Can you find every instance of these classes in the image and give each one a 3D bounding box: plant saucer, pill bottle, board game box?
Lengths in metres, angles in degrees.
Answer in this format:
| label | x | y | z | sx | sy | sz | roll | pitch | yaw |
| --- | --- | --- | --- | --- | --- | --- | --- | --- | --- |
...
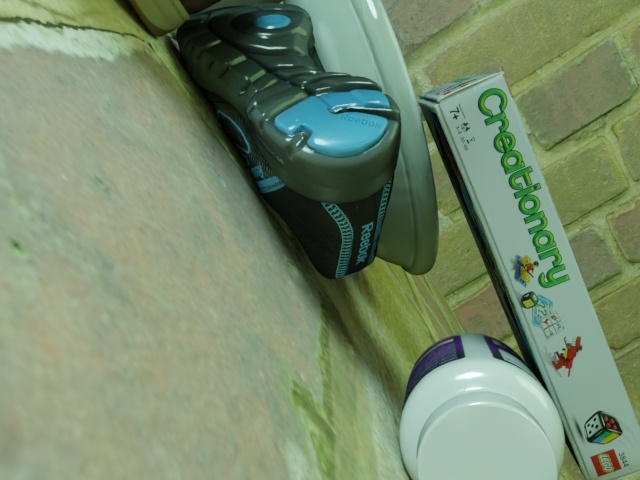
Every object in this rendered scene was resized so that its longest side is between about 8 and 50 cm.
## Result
| label | x | y | z | sx | sy | sz | roll | pitch | yaw |
| --- | --- | --- | --- | --- | --- | --- | --- | --- | --- |
| plant saucer | 0.018 | -0.139 | 0.758 | 0.400 | 0.100 | 0.401 | 162 | -90 | -86 |
| pill bottle | 0.112 | 0.131 | 0.465 | 0.108 | 0.108 | 0.193 | 58 | 9 | 6 |
| board game box | 0.165 | 0.015 | 0.535 | 0.193 | 0.053 | 0.305 | -72 | 138 | -76 |

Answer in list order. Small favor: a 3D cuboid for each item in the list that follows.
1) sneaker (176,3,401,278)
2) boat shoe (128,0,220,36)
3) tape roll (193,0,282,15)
| label | x | y | z | sx | sy | sz | roll | pitch | yaw |
| --- | --- | --- | --- | --- | --- | --- | --- | --- | --- |
| sneaker | -0.042 | -0.106 | 0.565 | 0.341 | 0.125 | 0.140 | -118 | -162 | -47 |
| boat shoe | -0.120 | -0.279 | 0.404 | 0.342 | 0.123 | 0.123 | 68 | 1 | -61 |
| tape roll | -0.134 | -0.400 | 0.828 | 0.246 | 0.169 | 0.246 | 56 | 9 | -13 |
